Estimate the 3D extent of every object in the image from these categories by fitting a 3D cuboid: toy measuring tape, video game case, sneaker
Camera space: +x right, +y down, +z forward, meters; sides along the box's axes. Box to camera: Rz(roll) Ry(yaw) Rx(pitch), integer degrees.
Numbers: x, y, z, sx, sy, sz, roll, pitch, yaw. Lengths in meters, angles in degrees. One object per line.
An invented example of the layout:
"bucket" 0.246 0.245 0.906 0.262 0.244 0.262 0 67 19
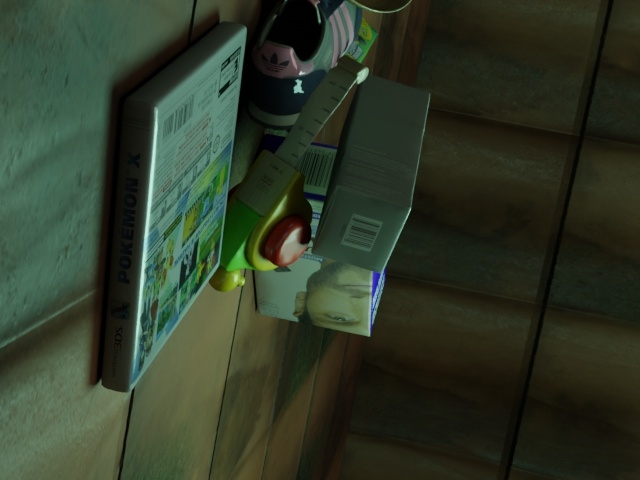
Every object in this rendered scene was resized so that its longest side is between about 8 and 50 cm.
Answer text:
"toy measuring tape" -0.032 -0.072 1.662 0.330 0.121 0.121 -56 173 3
"video game case" -0.148 -0.047 1.389 0.329 0.036 0.300 -62 162 -66
"sneaker" -0.010 -0.288 1.720 0.131 0.112 0.319 97 8 -49

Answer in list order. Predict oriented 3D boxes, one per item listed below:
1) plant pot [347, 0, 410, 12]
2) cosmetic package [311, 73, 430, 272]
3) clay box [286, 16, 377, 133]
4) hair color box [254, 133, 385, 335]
"plant pot" 0.043 -0.404 1.750 0.236 0.032 0.236 18 63 -41
"cosmetic package" 0.067 -0.089 1.699 0.238 0.107 0.127 -81 -172 -47
"clay box" 0.009 -0.246 1.903 0.127 0.053 0.222 -39 -169 29
"hair color box" 0.000 0.000 1.951 0.339 0.185 0.110 88 16 -58
